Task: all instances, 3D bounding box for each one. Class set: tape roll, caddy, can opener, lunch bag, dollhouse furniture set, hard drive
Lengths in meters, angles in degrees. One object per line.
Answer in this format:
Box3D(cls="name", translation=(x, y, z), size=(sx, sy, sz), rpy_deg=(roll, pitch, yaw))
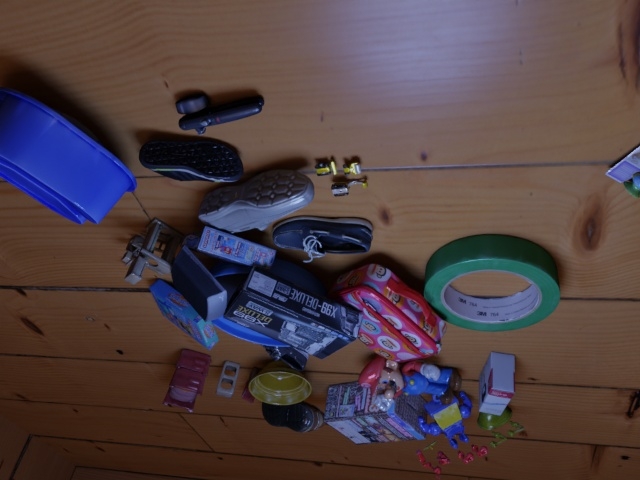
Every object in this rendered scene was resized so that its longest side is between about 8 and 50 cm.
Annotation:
Box3D(cls="tape roll", translation=(0.422, 0.114, 1.445), size=(0.322, 0.077, 0.321), rpy_deg=(6, 142, 5))
Box3D(cls="caddy", translation=(-0.561, -0.182, 1.243), size=(0.341, 0.179, 0.241), rpy_deg=(40, 156, -33))
Box3D(cls="can opener", translation=(-0.201, -0.253, 1.151), size=(0.186, 0.059, 0.073), rpy_deg=(-2, 140, 17))
Box3D(cls="lunch bag", translation=(0.181, 0.188, 1.507), size=(0.293, 0.120, 0.258), rpy_deg=(41, 146, -15))
Box3D(cls="dollhouse furniture set", translation=(-0.454, 0.066, 1.516), size=(0.101, 0.181, 0.161), rpy_deg=(34, 136, -26))
Box3D(cls="dollhouse furniture set", translation=(-0.364, 0.546, 2.123), size=(0.374, 0.152, 0.201), rpy_deg=(18, 142, -8))
Box3D(cls="hard drive", translation=(-0.313, 0.122, 1.477), size=(0.172, 0.054, 0.254), rpy_deg=(47, 156, 7))

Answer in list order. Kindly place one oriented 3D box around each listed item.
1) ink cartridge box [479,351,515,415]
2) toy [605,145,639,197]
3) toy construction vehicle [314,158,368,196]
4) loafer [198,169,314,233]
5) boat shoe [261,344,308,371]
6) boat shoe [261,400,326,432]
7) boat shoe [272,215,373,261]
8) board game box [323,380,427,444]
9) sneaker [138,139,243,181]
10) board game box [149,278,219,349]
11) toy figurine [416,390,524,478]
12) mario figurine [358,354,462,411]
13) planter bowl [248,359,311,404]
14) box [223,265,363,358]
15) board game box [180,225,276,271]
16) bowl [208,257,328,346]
Box3D(cls="ink cartridge box", translation=(0.541, 0.443, 1.786), size=(0.073, 0.127, 0.175), rpy_deg=(8, 142, 6))
Box3D(cls="toy", translation=(0.669, -0.153, 1.062), size=(0.137, 0.056, 0.237), rpy_deg=(24, 141, -17))
Box3D(cls="toy construction vehicle", translation=(0.047, -0.142, 1.256), size=(0.098, 0.035, 0.085), rpy_deg=(-8, 127, 19))
Box3D(cls="loafer", translation=(-0.137, -0.081, 1.319), size=(0.320, 0.112, 0.111), rpy_deg=(-8, 148, 36))
Box3D(cls="boat shoe", translation=(-0.133, 0.361, 1.894), size=(0.080, 0.076, 0.228), rpy_deg=(-24, 130, 37))
Box3D(cls="boat shoe", translation=(-0.101, 0.643, 2.155), size=(0.120, 0.122, 0.324), rpy_deg=(17, 172, -36))
Box3D(cls="boat shoe", translation=(0.000, 0.000, 1.403), size=(0.255, 0.079, 0.095), rpy_deg=(2, 141, 12))
Box3D(cls="board game box", translation=(0.199, 0.612, 2.074), size=(0.291, 0.141, 0.232), rpy_deg=(-17, 134, 31))
Box3D(cls="sneaker", translation=(-0.282, -0.172, 1.281), size=(0.235, 0.084, 0.097), rpy_deg=(11, 166, 2))
Box3D(cls="board game box", translation=(-0.407, 0.221, 1.736), size=(0.210, 0.047, 0.160), rpy_deg=(31, 149, 25))
Box3D(cls="toy figurine", translation=(0.459, 0.589, 1.933), size=(0.363, 0.191, 0.217), rpy_deg=(-28, 100, -2))
Box3D(cls="mario figurine", translation=(0.278, 0.469, 1.838), size=(0.321, 0.197, 0.170), rpy_deg=(8, -178, -7))
Box3D(cls="planter bowl", translation=(-0.139, 0.481, 2.024), size=(0.217, 0.090, 0.217), rpy_deg=(0, 134, 0))
Box3D(cls="box", translation=(-0.078, 0.195, 1.503), size=(0.308, 0.076, 0.242), rpy_deg=(25, 150, -11))
Box3D(cls="board game box", translation=(-0.246, 0.013, 1.430), size=(0.194, 0.060, 0.194), rpy_deg=(9, 170, 43))
Box3D(cls="bowl", translation=(-0.158, 0.178, 1.670), size=(0.392, 0.077, 0.391), rpy_deg=(7, 141, 6))
